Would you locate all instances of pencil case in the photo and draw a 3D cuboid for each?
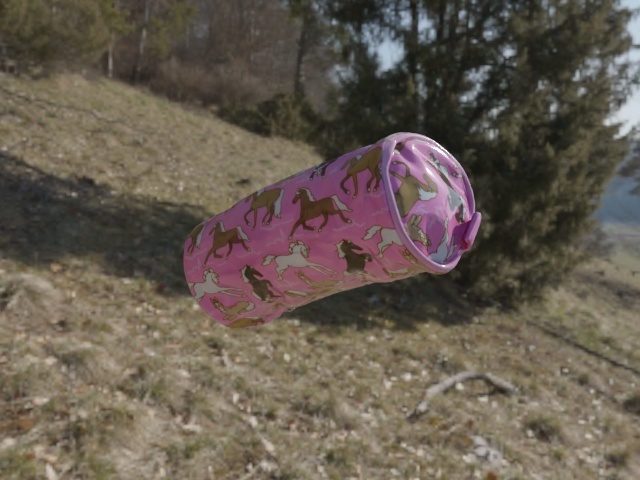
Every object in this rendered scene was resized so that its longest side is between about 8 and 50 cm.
[{"bbox_3d":[0.000,0.000,0.955,0.167,0.160,0.386,2,-16,-44],"label":"pencil case"}]
